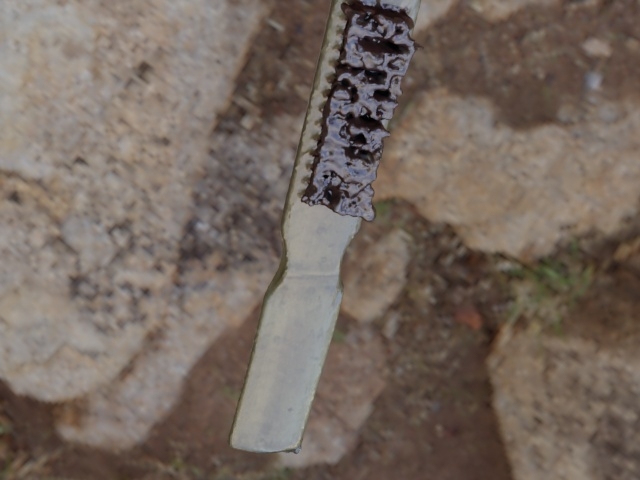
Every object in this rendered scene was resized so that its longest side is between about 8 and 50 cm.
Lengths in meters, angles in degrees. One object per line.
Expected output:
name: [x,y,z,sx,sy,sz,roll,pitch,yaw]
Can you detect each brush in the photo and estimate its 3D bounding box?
brush: [0.000,0.000,0.753,0.043,0.036,0.248,9,116,-13]
